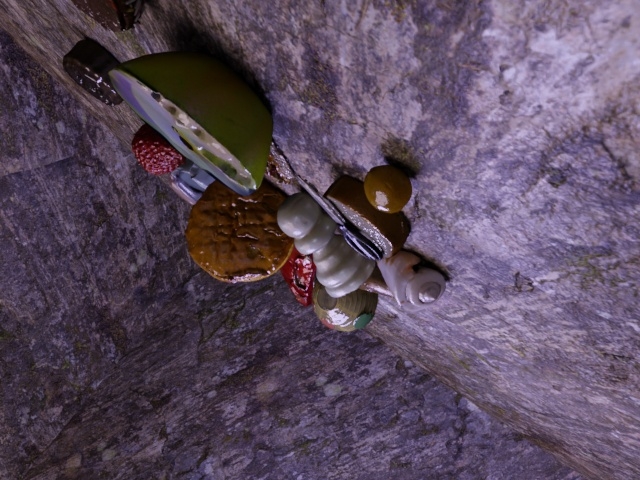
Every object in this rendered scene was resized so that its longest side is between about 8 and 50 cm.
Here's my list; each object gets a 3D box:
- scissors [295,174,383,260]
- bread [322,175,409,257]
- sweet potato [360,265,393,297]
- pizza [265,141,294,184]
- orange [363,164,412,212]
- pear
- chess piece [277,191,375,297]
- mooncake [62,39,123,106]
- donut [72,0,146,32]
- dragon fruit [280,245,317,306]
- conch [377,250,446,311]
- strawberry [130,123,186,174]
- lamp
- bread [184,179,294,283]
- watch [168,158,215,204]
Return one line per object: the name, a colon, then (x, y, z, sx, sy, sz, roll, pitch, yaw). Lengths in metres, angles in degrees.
scissors: (0.042, -0.051, 1.162, 0.300, 0.022, 0.109, 46, 164, -26)
bread: (0.107, -0.054, 1.172, 0.236, 0.070, 0.236, 37, 169, 9)
sweet potato: (0.184, 0.128, 1.578, 0.310, 0.098, 0.124, 26, -175, 39)
pizza: (-0.144, -0.209, 1.317, 0.154, 0.069, 0.194, 20, 158, 53)
orange: (0.124, -0.098, 0.916, 0.095, 0.085, 0.085, 43, 168, 0)
pear: (-0.256, -0.289, 1.106, 0.398, 0.165, 0.399, 36, 168, 9)
chess piece: (0.000, 0.000, 1.474, 0.330, 0.182, 0.182, 49, 165, -23)
mooncake: (-0.736, -0.550, 1.639, 0.228, 0.124, 0.228, 35, 167, 9)
donut: (-0.453, -0.528, 0.942, 0.269, 0.103, 0.270, 34, 166, 9)
dragon fruit: (-0.099, 0.069, 1.868, 0.286, 0.228, 0.329, 37, 170, 10)
conch: (0.220, 0.110, 1.319, 0.158, 0.127, 0.255, 43, 168, -27)
strawberry: (-0.557, -0.341, 1.802, 0.244, 0.205, 0.205, 1, 148, 32)
lamp: (0.103, 0.202, 1.797, 0.250, 0.250, 0.284, 29, -163, 35)
bread: (-0.262, -0.031, 1.682, 0.398, 0.398, 0.215, 35, 179, 15)
watch: (-0.509, -0.258, 2.084, 0.241, 0.162, 0.253, 9, 154, 42)
